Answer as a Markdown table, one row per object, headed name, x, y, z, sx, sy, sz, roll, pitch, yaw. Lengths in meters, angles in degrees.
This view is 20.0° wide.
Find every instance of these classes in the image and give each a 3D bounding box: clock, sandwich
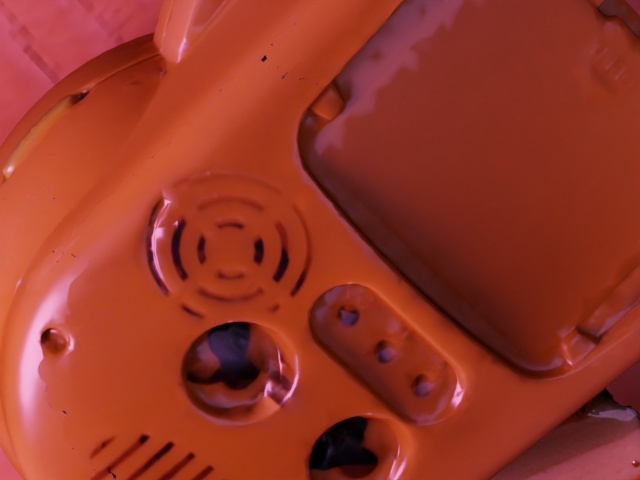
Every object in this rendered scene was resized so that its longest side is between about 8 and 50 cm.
| name | x | y | z | sx | sy | sz | roll | pitch | yaw |
| --- | --- | --- | --- | --- | --- | --- | --- | --- | --- |
| clock | 0.000 | 0.000 | 0.735 | 0.317 | 0.200 | 0.244 | -44 | 110 | 5 |
| sandwich | 0.069 | 0.125 | 0.818 | 0.163 | 0.113 | 0.079 | -43 | 112 | -4 |
